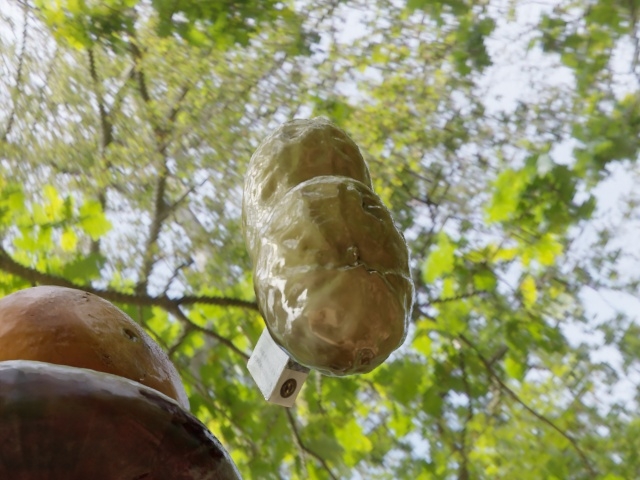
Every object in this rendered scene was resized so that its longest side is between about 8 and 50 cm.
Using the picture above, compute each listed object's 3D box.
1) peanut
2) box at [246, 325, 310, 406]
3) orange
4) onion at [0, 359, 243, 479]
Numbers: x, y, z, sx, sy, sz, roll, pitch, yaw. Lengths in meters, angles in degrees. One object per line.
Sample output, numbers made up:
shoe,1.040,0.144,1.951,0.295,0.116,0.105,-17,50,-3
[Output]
peanut,0.000,0.000,0.737,0.098,0.229,0.103,36,-76,-24
box,-0.021,0.072,0.872,0.024,0.054,0.083,18,-73,-27
orange,-0.271,0.180,1.272,0.226,0.284,0.284,-44,-65,12
onion,-0.131,0.111,0.587,0.206,0.151,0.098,11,-91,-12
